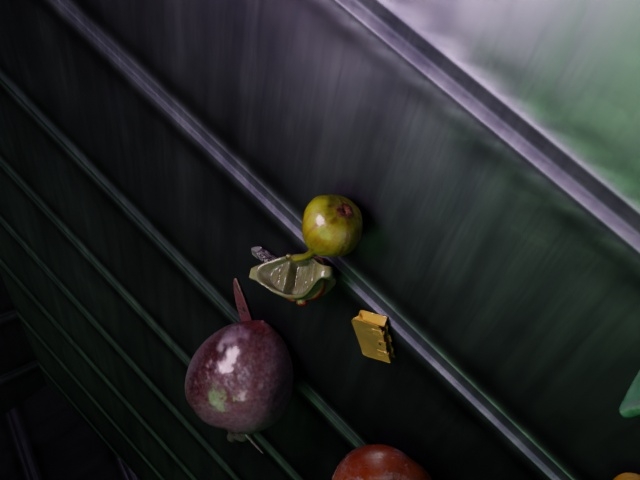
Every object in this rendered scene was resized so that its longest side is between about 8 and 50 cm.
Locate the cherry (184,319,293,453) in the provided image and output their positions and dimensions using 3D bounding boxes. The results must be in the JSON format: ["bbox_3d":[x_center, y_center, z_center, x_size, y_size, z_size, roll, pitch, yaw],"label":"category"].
[{"bbox_3d":[-0.159,0.279,1.128,0.213,0.183,0.266,14,100,-10],"label":"cherry"}]

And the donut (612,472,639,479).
[{"bbox_3d":[0.414,0.343,0.720,0.108,0.043,0.097,36,139,18],"label":"donut"}]

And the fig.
[{"bbox_3d":[0.006,-0.013,0.834,0.093,0.093,0.166,51,160,1],"label":"fig"}]

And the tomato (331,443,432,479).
[{"bbox_3d":[0.133,0.477,1.013,0.155,0.181,0.214,-22,106,45],"label":"tomato"}]

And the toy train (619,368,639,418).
[{"bbox_3d":[0.428,0.153,0.474,0.202,0.145,0.266,52,142,5],"label":"toy train"}]

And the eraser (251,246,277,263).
[{"bbox_3d":[-0.082,0.041,1.005,0.099,0.019,0.027,36,154,21],"label":"eraser"}]

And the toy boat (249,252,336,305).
[{"bbox_3d":[-0.034,0.060,0.915,0.185,0.089,0.071,-6,159,45],"label":"toy boat"}]

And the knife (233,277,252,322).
[{"bbox_3d":[-0.150,0.181,1.193,0.035,0.018,0.247,14,126,42],"label":"knife"}]

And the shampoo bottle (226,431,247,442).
[{"bbox_3d":[-0.217,0.491,1.487,0.080,0.040,0.165,42,140,11],"label":"shampoo bottle"}]

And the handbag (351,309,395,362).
[{"bbox_3d":[0.088,0.156,0.919,0.061,0.027,0.083,9,127,42],"label":"handbag"}]
